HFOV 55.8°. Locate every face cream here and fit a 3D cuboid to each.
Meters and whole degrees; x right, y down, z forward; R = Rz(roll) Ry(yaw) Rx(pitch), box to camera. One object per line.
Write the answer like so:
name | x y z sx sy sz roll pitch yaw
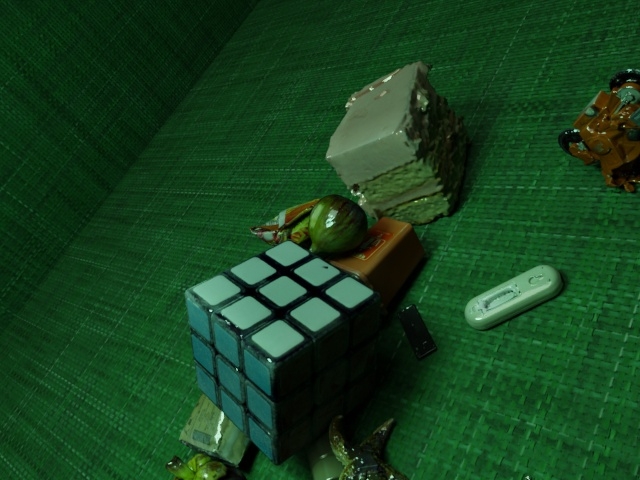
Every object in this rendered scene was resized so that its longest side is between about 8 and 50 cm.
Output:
face cream | -0.002 0.413 1.362 0.137 0.084 0.341 -27 36 4

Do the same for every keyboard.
keyboard | 0.223 0.210 1.413 0.053 0.010 0.155 -33 37 11

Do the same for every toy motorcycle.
toy motorcycle | 0.649 -0.224 1.259 0.148 0.221 0.326 -54 -7 -20

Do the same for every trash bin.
trash bin | 0.144 0.072 1.507 0.238 0.185 0.161 -44 35 -21

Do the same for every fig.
fig | 0.000 0.000 1.449 0.245 0.149 0.149 -46 37 -3

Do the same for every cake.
cake | 0.211 -0.243 1.629 0.293 0.307 0.314 -16 44 34

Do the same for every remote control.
remote control | 0.412 0.121 1.302 0.221 0.042 0.078 -31 37 16

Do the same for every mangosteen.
mangosteen | -0.261 0.565 1.331 0.192 0.217 0.192 -40 9 7

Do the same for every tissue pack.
tissue pack | -0.229 0.415 1.518 0.215 0.123 0.257 -11 44 54

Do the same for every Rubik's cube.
Rubik's cube | -0.078 0.226 1.306 0.303 0.305 0.301 -26 41 -36

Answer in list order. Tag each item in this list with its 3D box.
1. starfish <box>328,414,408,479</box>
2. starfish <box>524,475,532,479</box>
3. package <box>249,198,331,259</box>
starfish | 0.097 0.446 1.209 0.238 0.216 0.071 39 125 31
starfish | 0.331 0.462 1.037 0.130 0.041 0.133 -54 43 -1
package | -0.029 -0.020 1.642 0.223 0.288 0.109 -24 59 19
